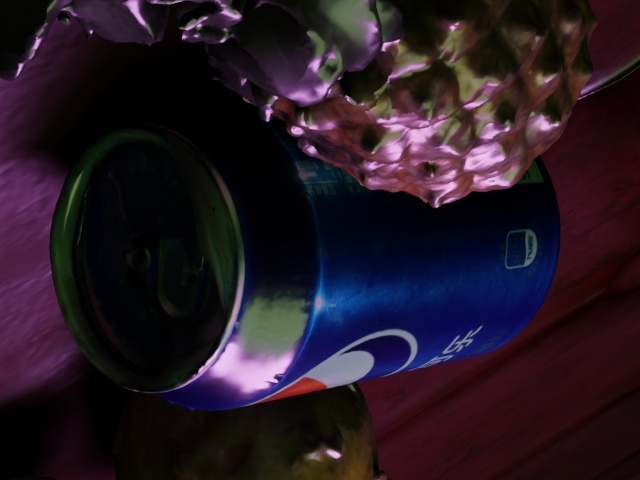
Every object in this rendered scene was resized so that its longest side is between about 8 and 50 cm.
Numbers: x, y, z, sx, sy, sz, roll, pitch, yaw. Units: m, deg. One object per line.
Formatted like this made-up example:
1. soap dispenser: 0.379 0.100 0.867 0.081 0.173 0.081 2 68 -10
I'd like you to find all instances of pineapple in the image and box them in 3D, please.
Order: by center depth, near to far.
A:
1. pineapple: -0.011 -0.077 0.426 0.237 0.111 0.119 21 95 -55

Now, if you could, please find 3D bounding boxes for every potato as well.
1. potato: -0.039 0.152 0.820 0.141 0.176 0.298 -1 150 -6

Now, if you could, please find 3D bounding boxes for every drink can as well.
1. drink can: 0.000 0.000 0.600 0.204 0.118 0.118 -4 147 -49

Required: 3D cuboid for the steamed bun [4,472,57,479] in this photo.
1. steamed bun: -0.225 0.275 0.807 0.290 0.274 0.272 -22 175 -13
